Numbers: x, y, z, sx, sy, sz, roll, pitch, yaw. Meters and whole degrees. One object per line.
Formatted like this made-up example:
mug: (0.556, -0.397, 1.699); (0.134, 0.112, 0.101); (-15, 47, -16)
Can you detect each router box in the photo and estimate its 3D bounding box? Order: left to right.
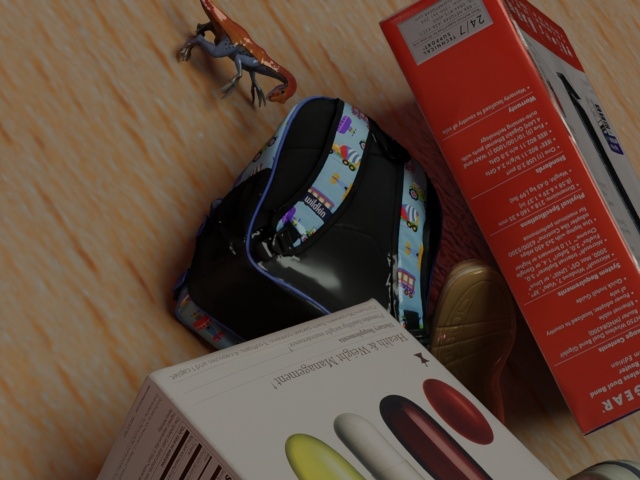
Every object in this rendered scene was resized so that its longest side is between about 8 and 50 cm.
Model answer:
router box: (0.180, -0.025, 1.257); (0.301, 0.082, 0.335); (64, 14, 7)

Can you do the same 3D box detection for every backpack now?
backpack: (0.000, 0.000, 1.144); (0.158, 0.117, 0.173); (36, 46, -22)

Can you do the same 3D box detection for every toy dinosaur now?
toy dinosaur: (-0.054, -0.128, 1.206); (0.082, 0.090, 0.047); (13, 29, 16)

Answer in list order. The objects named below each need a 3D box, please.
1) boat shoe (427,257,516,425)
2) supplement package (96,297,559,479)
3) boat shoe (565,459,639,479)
boat shoe: (0.094, 0.072, 1.181); (0.063, 0.170, 0.059); (-10, 42, -13)
supplement package: (0.009, 0.168, 0.976); (0.203, 0.149, 0.194); (44, 36, 24)
boat shoe: (0.285, 0.380, 1.142); (0.156, 0.187, 0.500); (5, 57, -35)
